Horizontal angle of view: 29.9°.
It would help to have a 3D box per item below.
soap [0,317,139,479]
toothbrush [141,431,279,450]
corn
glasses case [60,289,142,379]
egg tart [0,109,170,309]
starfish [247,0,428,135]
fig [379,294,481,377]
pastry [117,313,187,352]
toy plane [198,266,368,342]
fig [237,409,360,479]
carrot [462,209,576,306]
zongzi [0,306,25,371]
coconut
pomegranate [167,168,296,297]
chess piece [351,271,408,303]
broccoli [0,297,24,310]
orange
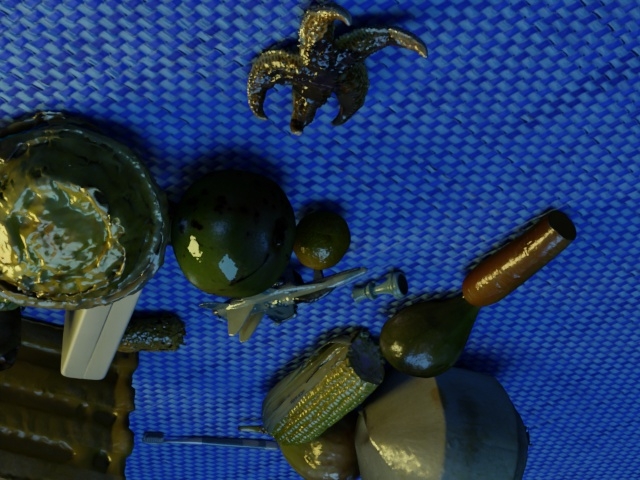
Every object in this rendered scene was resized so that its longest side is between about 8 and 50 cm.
[{"bbox_3d":[-0.467,0.278,1.909,0.335,0.293,0.156,18,144,-32],"label":"soap"},{"bbox_3d":[-0.215,0.397,2.372,0.276,0.019,0.025,6,138,-14],"label":"toothbrush"},{"bbox_3d":[0.004,0.261,2.108,0.123,0.122,0.305,49,131,2],"label":"corn"},{"bbox_3d":[-0.322,0.084,1.766,0.070,0.131,0.313,8,145,-18],"label":"glasses case"},{"bbox_3d":[-0.330,-0.025,1.519,0.291,0.107,0.290,-2,113,-6],"label":"egg tart"},{"bbox_3d":[0.015,-0.208,1.415,0.216,0.071,0.238,-10,157,0],"label":"starfish"},{"bbox_3d":[0.191,0.154,1.942,0.185,0.126,0.133,-24,129,35],"label":"fig"},{"bbox_3d":[-0.291,0.154,1.949,0.140,0.056,0.080,-7,159,1],"label":"pastry"},{"bbox_3d":[-0.050,0.073,1.834,0.262,0.088,0.192,-26,148,15],"label":"toy plane"},{"bbox_3d":[-0.034,0.384,2.287,0.257,0.159,0.159,11,148,8],"label":"fig"},{"bbox_3d":[0.294,0.036,1.818,0.067,0.067,0.225,16,141,-28],"label":"carrot"},{"bbox_3d":[-0.618,0.039,1.626,0.404,0.207,0.432,-3,138,-7],"label":"zongzi"},{"bbox_3d":[0.196,0.368,2.120,0.323,0.322,0.323,-3,147,-2],"label":"coconut"},{"bbox_3d":[-0.129,-0.007,1.627,0.179,0.179,0.210,18,168,-30],"label":"pomegranate"},{"bbox_3d":[0.089,0.077,1.891,0.093,0.042,0.042,-14,147,29],"label":"chess piece"},{"bbox_3d":[-0.408,0.031,1.674,0.146,0.162,0.138,36,102,-14],"label":"broccoli"},{"bbox_3d":[0.000,0.000,1.716,0.085,0.085,0.095,6,166,-15],"label":"orange"}]
